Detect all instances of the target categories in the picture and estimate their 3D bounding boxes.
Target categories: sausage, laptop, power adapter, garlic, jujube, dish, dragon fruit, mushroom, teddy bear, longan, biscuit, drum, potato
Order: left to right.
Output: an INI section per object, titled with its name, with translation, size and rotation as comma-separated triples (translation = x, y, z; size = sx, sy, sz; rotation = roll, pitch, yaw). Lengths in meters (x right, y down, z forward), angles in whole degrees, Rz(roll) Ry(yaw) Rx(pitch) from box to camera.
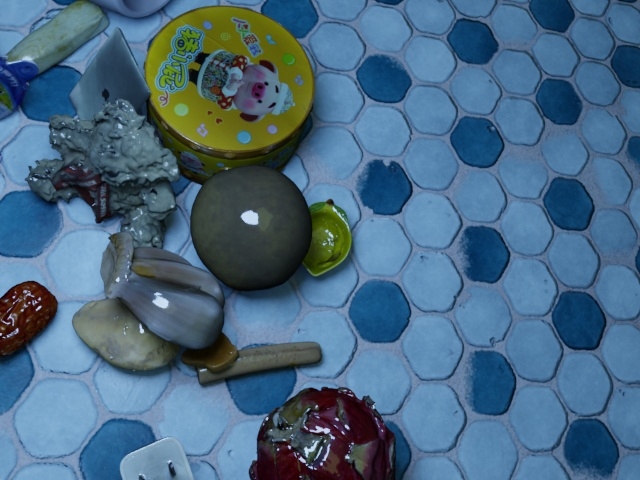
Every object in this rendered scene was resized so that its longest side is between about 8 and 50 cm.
[jujube]
translation = -0.653, 0.168, 1.283
size = 0.176, 0.109, 0.112
rotation = -49, 121, -21
[mushroom]
translation = -0.678, -0.503, 1.512
size = 0.100, 0.081, 0.312
rotation = 43, 66, -5
[laptop]
translation = -0.506, -0.347, 1.425
size = 0.015, 0.269, 0.187
rotation = -15, 74, -52
[teddy bear]
translation = -0.457, -0.160, 1.308
size = 0.357, 0.367, 0.224
rotation = 37, 62, -2
[potato]
translation = -0.423, 0.197, 1.326
size = 0.235, 0.128, 0.161
rotation = 36, 66, 5
[power adapter]
translation = -0.331, 0.475, 1.220
size = 0.130, 0.205, 0.125
rotation = -19, 78, -21
[garlic]
translation = -0.315, 0.115, 1.285
size = 0.325, 0.279, 0.132
rotation = 29, 109, -34
[biscuit]
translation = -0.263, 0.250, 1.368
size = 0.118, 0.023, 0.140
rotation = -25, 45, -27
[drum]
translation = -0.231, -0.359, 1.508
size = 0.431, 0.214, 0.431
rotation = 4, 72, -12
[longan]
translation = -0.157, -0.028, 1.383
size = 0.297, 0.297, 0.297
rotation = 4, 72, -13
[sausage]
translation = -0.142, 0.282, 1.406
size = 0.301, 0.066, 0.066
rotation = -7, 75, -18
[dish]
translation = 0.000, 0.000, 1.522
size = 0.149, 0.080, 0.207
rotation = 16, 71, -5
[dragon fruit]
translation = 0.013, 0.462, 1.257
size = 0.329, 0.329, 0.329
rotation = 4, 72, -13

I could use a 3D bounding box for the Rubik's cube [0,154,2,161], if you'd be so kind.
[Rubik's cube]
translation = -0.805, -0.134, 1.384
size = 0.178, 0.211, 0.190
rotation = -40, 119, -42

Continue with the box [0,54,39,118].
[box]
translation = -0.804, -0.417, 1.340
size = 0.291, 0.262, 0.206
rotation = -25, 75, 0

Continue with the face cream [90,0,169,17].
[face cream]
translation = -0.556, -0.744, 1.527
size = 0.357, 0.219, 0.312
rotation = 44, 40, 10
